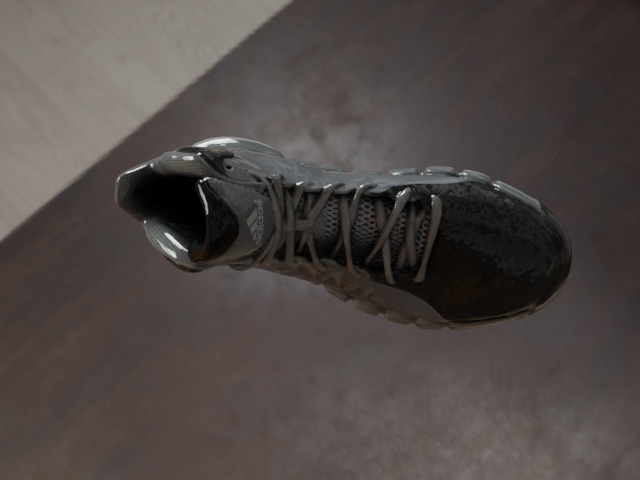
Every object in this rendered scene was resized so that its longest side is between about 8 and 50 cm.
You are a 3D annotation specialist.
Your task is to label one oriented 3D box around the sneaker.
[{"bbox_3d":[0.000,0.000,0.525,0.228,0.132,0.086,11,98,21],"label":"sneaker"}]
